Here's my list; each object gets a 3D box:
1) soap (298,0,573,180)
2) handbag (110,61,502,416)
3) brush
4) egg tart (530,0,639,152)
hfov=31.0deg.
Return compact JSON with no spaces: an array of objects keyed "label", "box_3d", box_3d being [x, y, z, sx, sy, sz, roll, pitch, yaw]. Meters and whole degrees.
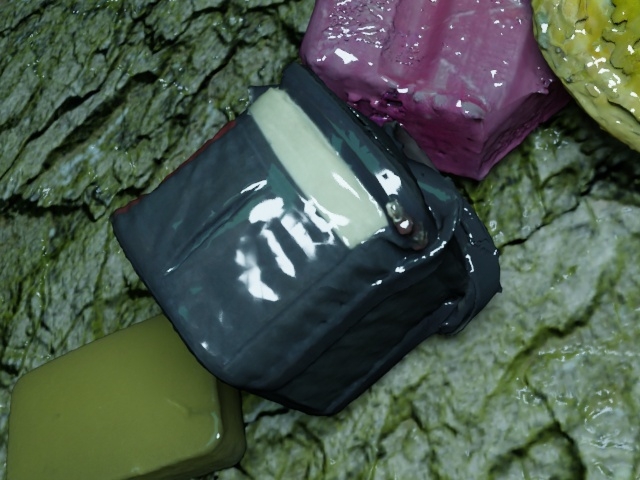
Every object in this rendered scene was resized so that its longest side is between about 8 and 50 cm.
[{"label":"soap","box_3d":[0.123,-0.211,0.837,0.220,0.127,0.325,19,74,5]},{"label":"handbag","box_3d":[0.000,0.000,0.753,0.181,0.254,0.181,-39,64,4]},{"label":"brush","box_3d":[-0.151,0.137,0.891,0.197,0.059,0.123,-23,56,20]},{"label":"egg tart","box_3d":[0.275,-0.177,0.700,0.294,0.123,0.294,0,75,-1]}]
